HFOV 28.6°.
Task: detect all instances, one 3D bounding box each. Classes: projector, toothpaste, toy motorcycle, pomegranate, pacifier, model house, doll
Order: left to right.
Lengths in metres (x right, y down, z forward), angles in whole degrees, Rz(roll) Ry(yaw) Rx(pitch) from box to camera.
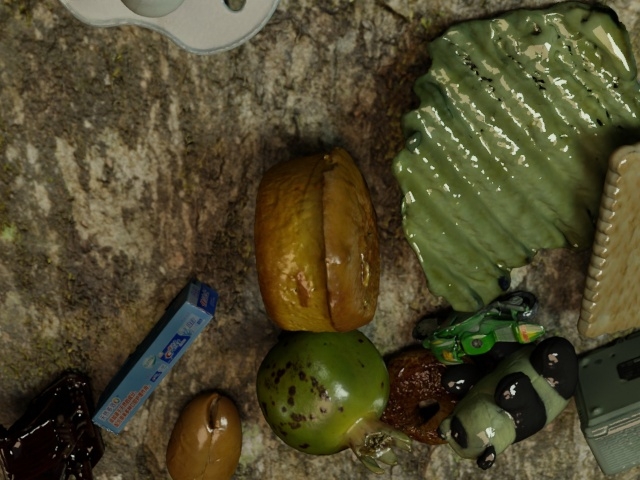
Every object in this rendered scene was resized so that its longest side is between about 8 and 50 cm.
[{"bbox_3d":[-0.409,0.326,1.897,0.141,0.164,0.203,-7,122,12],"label":"model house"},{"bbox_3d":[-0.244,0.174,1.856,0.053,0.066,0.272,32,117,-17],"label":"toothpaste"},{"bbox_3d":[-0.185,-0.332,1.458,0.300,0.233,0.244,13,117,-8],"label":"pacifier"},{"bbox_3d":[0.030,0.219,1.793,0.246,0.198,0.198,14,123,21],"label":"pomegranate"},{"bbox_3d":[0.222,0.125,1.793,0.190,0.106,0.074,-16,120,12],"label":"toy motorcycle"},{"bbox_3d":[0.267,0.222,1.782,0.143,0.234,0.135,4,119,52],"label":"doll"},{"bbox_3d":[0.490,0.204,1.786,0.257,0.192,0.099,-24,112,14],"label":"projector"}]

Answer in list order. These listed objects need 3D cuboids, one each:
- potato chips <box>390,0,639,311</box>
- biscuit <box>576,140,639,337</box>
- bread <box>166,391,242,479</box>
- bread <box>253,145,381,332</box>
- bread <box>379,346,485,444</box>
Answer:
[{"bbox_3d":[0.266,-0.109,1.651,0.373,0.097,0.389,-23,116,-5],"label":"potato chips"},{"bbox_3d":[0.458,-0.012,1.692,0.217,0.044,0.324,-12,130,-14],"label":"biscuit"},{"bbox_3d":[-0.179,0.321,1.940,0.114,0.077,0.189,13,123,-2],"label":"bread"},{"bbox_3d":[0.000,0.000,1.646,0.146,0.268,0.268,-3,121,11],"label":"bread"},{"bbox_3d":[0.166,0.237,1.887,0.193,0.064,0.193,1,124,1],"label":"bread"}]
